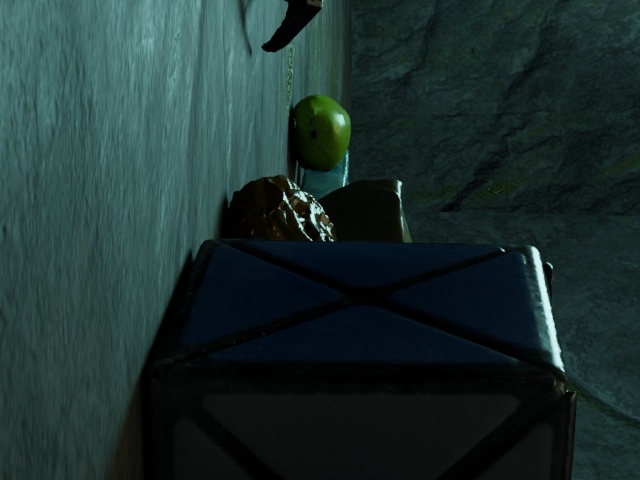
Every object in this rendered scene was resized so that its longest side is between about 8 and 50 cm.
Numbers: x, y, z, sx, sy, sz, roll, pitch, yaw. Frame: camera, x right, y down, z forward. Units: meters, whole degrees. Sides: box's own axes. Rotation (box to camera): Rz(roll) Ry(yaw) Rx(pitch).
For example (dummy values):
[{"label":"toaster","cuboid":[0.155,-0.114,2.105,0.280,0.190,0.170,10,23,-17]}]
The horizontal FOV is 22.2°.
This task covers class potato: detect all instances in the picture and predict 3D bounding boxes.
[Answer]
[{"label":"potato","cuboid":[0.018,0.100,1.688,0.189,0.211,0.264,-82,161,-51]}]

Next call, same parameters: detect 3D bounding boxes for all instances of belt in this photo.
[{"label":"belt","cuboid":[0.000,0.000,2.151,0.087,0.072,0.302,81,12,-50]}]

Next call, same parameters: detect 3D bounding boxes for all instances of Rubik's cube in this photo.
[{"label":"Rubik's cube","cuboid":[0.030,0.155,1.078,0.259,0.260,0.254,-73,163,-70]}]

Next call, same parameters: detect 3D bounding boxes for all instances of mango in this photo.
[{"label":"mango","cuboid":[0.003,-0.135,2.085,0.165,0.074,0.091,72,18,-81]}]

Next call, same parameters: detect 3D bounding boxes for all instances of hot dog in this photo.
[{"label":"hot dog","cuboid":[-0.031,0.057,1.392,0.160,0.099,0.226,-84,177,-51]}]

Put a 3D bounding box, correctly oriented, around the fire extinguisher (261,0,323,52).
[{"label":"fire extinguisher","cuboid":[0.001,-0.343,1.514,0.138,0.102,0.343,14,-86,56]}]
